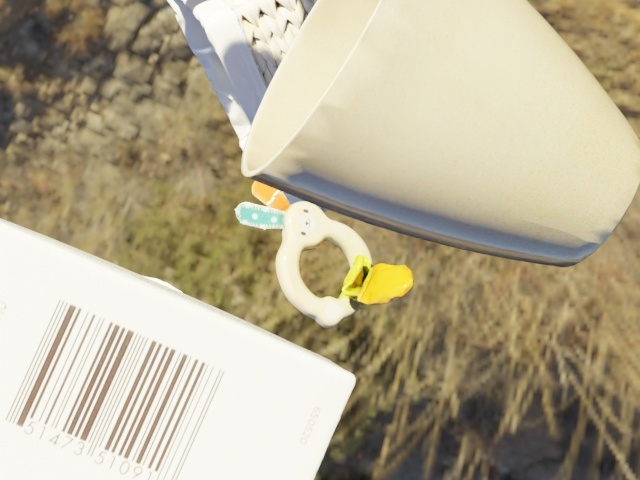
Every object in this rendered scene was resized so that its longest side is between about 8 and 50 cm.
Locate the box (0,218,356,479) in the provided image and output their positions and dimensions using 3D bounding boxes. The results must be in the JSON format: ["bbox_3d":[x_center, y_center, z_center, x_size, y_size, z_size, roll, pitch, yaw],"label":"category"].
[{"bbox_3d":[-0.105,0.102,0.623,0.181,0.181,0.119,24,177,-5],"label":"box"}]

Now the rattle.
[{"bbox_3d":[0.000,0.000,1.668,0.199,0.130,0.143,60,168,-4],"label":"rattle"}]

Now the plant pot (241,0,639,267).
[{"bbox_3d":[0.118,-0.097,1.153,0.274,0.256,0.256,30,141,-13],"label":"plant pot"}]

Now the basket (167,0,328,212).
[{"bbox_3d":[-0.021,-0.258,1.940,0.266,0.328,0.331,-29,118,-5],"label":"basket"}]
